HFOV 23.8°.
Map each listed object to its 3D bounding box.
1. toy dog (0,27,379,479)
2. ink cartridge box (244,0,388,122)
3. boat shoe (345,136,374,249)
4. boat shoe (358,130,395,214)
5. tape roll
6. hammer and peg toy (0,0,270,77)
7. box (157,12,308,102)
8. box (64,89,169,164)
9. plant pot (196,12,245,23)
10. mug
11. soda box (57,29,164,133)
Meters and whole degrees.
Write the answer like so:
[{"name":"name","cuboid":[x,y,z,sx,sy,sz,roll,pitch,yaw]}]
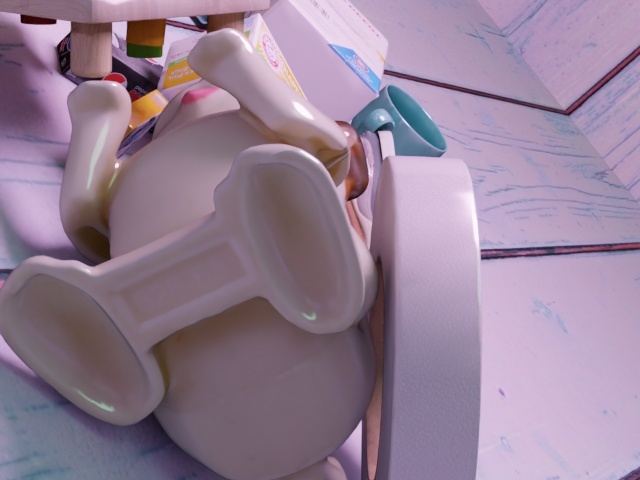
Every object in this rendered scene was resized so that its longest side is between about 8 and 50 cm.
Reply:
[{"name":"toy dog","cuboid":[-0.058,-0.004,1.358,0.395,0.284,0.408,49,18,-24]},{"name":"ink cartridge box","cuboid":[-0.032,-0.230,1.965,0.171,0.168,0.233,45,20,-12]},{"name":"boat shoe","cuboid":[0.000,0.000,1.730,0.116,0.123,0.324,8,39,-9]},{"name":"boat shoe","cuboid":[0.046,-0.032,1.924,0.099,0.116,0.319,2,37,0]},{"name":"tape roll","cuboid":[0.082,0.118,1.339,0.072,0.392,0.392,2,30,-2]},{"name":"hammer and peg toy","cuboid":[-0.265,-0.242,1.472,0.361,0.127,0.266,13,17,34]},{"name":"box","cuboid":[-0.077,-0.126,1.650,0.103,0.114,0.203,-82,149,-49]},{"name":"box","cuboid":[-0.200,-0.108,1.528,0.028,0.081,0.136,46,20,-4]},{"name":"plant pot","cuboid":[-0.118,-0.407,2.137,0.166,0.165,0.234,51,12,7]},{"name":"mug","cuboid":[0.096,-0.153,2.193,0.157,0.097,0.129,33,25,-34]},{"name":"soda box","cuboid":[-0.207,-0.174,1.672,0.169,0.053,0.060,34,25,-36]}]
